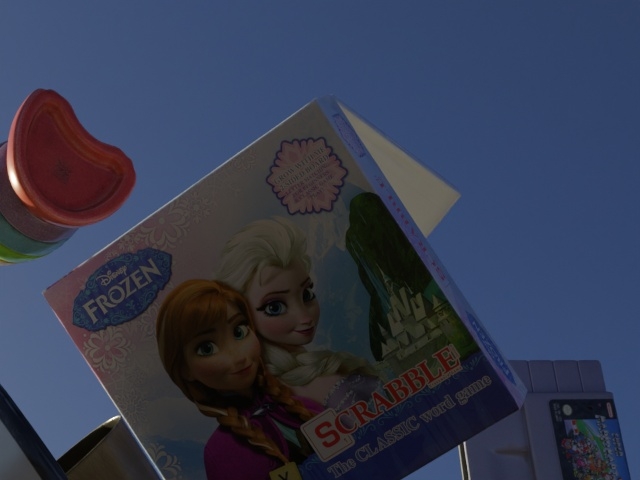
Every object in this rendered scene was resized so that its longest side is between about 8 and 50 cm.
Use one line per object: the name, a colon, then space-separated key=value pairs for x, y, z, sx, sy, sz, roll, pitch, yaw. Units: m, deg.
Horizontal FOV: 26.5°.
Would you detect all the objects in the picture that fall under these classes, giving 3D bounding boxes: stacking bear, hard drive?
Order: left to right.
stacking bear: x=-0.405 y=-0.040 z=1.752 sx=0.289 sy=0.164 sz=0.175 roll=-28 pitch=-62 yaw=39
hard drive: x=0.000 y=0.000 z=1.754 sx=0.210 sy=0.040 sz=0.319 roll=36 pitch=-77 yaw=-14

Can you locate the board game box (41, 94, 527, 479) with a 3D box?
board game box: x=-0.036 y=0.090 z=1.213 sx=0.318 sy=0.066 sz=0.318 roll=-35 pitch=-91 yaw=16

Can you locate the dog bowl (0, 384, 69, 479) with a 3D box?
dog bowl: x=-0.208 y=0.289 z=0.937 sx=0.408 sy=0.150 sz=0.408 roll=49 pitch=-22 yaw=28

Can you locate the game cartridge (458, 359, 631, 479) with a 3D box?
game cartridge: x=0.310 y=0.324 z=1.860 sx=0.230 sy=0.355 sz=0.068 roll=-2 pitch=-34 yaw=-4

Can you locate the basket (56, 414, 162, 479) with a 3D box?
basket: x=-0.269 y=0.381 z=1.828 sx=0.204 sy=0.154 sz=0.227 roll=-39 pitch=-82 yaw=14
